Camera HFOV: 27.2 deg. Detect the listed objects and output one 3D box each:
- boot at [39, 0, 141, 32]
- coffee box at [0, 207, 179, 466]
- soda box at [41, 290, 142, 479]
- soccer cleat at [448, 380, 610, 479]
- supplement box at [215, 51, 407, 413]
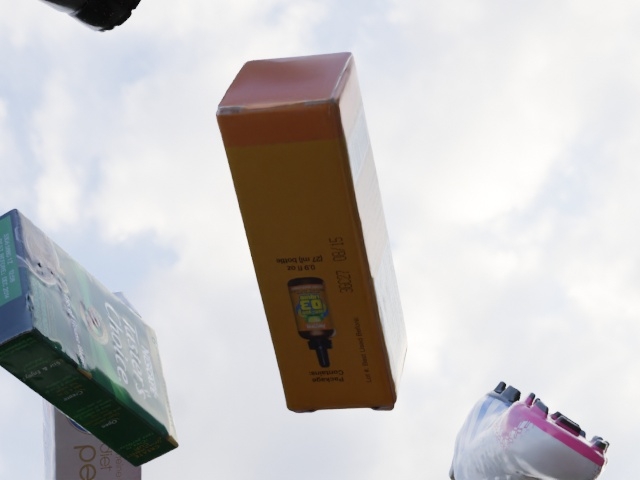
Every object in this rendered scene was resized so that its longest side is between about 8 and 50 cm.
[{"bbox_3d":[-0.193,-0.353,1.049,0.223,0.118,0.338,25,-93,-35],"label":"boot"},{"bbox_3d":[-0.166,0.070,0.915,0.040,0.113,0.184,-27,-42,10],"label":"coffee box"},{"bbox_3d":[-0.188,0.154,1.084,0.074,0.069,0.216,-4,-74,-20],"label":"soda box"},{"bbox_3d":[0.209,0.238,1.393,0.116,0.331,0.143,33,-93,-1],"label":"soccer cleat"},{"bbox_3d":[0.000,0.000,0.857,0.078,0.080,0.233,-3,-61,14],"label":"supplement box"}]
